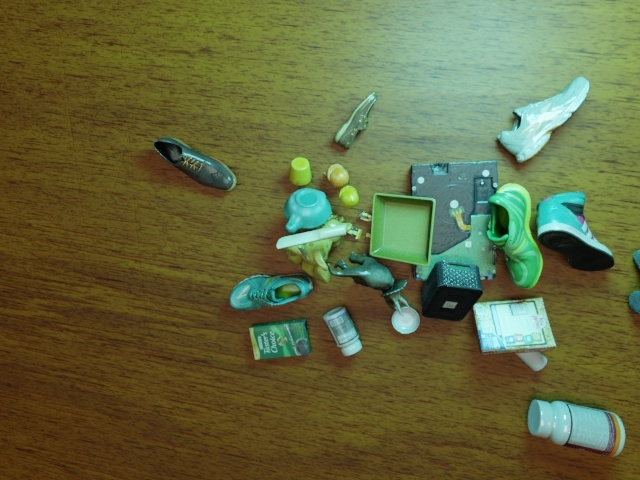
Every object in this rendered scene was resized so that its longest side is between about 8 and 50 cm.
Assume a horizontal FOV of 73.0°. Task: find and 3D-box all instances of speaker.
[{"bbox_3d":[0.595,0.317,1.269,0.136,0.055,0.055,43,102,1],"label":"speaker"}]

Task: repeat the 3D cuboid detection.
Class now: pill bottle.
[{"bbox_3d":[0.730,0.534,1.246,0.222,0.121,0.121,10,99,7],"label":"pill bottle"},{"bbox_3d":[0.070,0.280,1.333,0.078,0.078,0.137,-25,94,11],"label":"pill bottle"}]

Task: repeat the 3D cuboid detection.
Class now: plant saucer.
[{"bbox_3d":[0.237,-0.036,1.226,0.188,0.045,0.188,11,104,35],"label":"plant saucer"}]

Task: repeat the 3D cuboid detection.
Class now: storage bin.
[{"bbox_3d":[0.362,0.145,1.211,0.122,0.084,0.180,8,141,-1],"label":"storage bin"}]

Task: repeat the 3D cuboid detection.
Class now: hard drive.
[{"bbox_3d":[0.381,-0.055,1.246,0.237,0.064,0.338,-2,97,9],"label":"hard drive"}]

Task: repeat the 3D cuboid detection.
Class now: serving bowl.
[{"bbox_3d":[0.260,0.240,1.323,0.084,0.027,0.083,1,99,9],"label":"serving bowl"}]

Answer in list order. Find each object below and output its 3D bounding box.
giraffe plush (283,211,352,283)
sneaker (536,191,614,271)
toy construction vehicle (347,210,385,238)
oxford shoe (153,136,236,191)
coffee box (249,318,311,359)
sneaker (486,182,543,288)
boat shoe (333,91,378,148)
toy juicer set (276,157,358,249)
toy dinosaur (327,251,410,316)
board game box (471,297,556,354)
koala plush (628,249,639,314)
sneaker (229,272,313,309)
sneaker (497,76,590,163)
[{"bbox_3d":[0.000,0.000,1.274,0.182,0.210,0.170,35,72,7],"label":"giraffe plush"},{"bbox_3d":[0.687,-0.037,1.177,0.296,0.124,0.178,27,59,-29],"label":"sneaker"},{"bbox_3d":[0.135,-0.039,1.299,0.098,0.035,0.085,23,101,5],"label":"toy construction vehicle"},{"bbox_3d":[-0.387,-0.227,1.320,0.272,0.098,0.096,28,101,4],"label":"oxford shoe"},{"bbox_3d":[-0.129,0.318,1.387,0.185,0.040,0.113,-7,97,9],"label":"coffee box"},{"bbox_3d":[0.506,-0.002,1.164,0.124,0.109,0.295,-23,104,-18],"label":"sneaker"},{"bbox_3d":[0.111,-0.344,1.249,0.060,0.064,0.178,38,108,-3],"label":"boat shoe"},{"bbox_3d":[0.000,-0.088,1.214,0.210,0.089,0.328,5,55,1],"label":"toy juicer set"},{"bbox_3d":[0.144,0.095,1.227,0.161,0.314,0.120,21,79,42],"label":"toy dinosaur"},{"bbox_3d":[0.544,0.245,1.232,0.194,0.045,0.146,-6,59,10],"label":"board game box"},{"bbox_3d":[0.983,0.124,1.127,0.222,0.203,0.196,1,99,-3],"label":"koala plush"},{"bbox_3d":[-0.159,0.158,1.335,0.276,0.110,0.106,-13,96,11],"label":"sneaker"},{"bbox_3d":[0.592,-0.342,1.159,0.121,0.099,0.262,41,101,6],"label":"sneaker"}]
